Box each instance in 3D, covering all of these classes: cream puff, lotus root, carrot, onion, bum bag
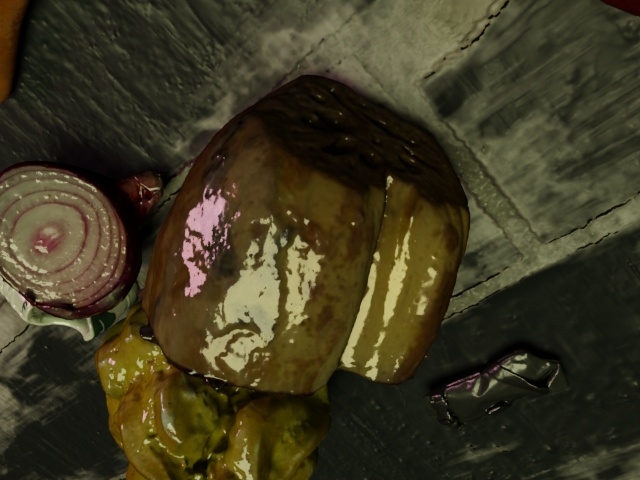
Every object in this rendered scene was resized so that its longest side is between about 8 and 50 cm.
[{"bbox_3d":[-0.160,0.238,0.786,0.324,0.257,0.291,39,120,-13],"label":"cream puff"},{"bbox_3d":[0.000,0.000,0.570,0.315,0.316,0.250,23,118,-1],"label":"lotus root"},{"bbox_3d":[-0.328,-0.252,0.627,0.271,0.066,0.062,-41,61,35],"label":"carrot"},{"bbox_3d":[-0.278,-0.019,0.724,0.218,0.140,0.195,-38,91,-11],"label":"onion"},{"bbox_3d":[0.221,0.201,0.780,0.197,0.049,0.087,-34,114,30],"label":"bum bag"}]

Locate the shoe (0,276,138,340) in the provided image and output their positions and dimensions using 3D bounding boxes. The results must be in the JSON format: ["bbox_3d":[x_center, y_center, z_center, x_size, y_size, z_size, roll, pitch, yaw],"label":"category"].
[{"bbox_3d":[-0.389,0.052,0.810,0.264,0.110,0.095,18,127,0],"label":"shoe"}]

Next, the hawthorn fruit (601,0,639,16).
[{"bbox_3d":[0.243,-0.260,0.356,0.307,0.265,0.265,32,128,20],"label":"hawthorn fruit"}]
